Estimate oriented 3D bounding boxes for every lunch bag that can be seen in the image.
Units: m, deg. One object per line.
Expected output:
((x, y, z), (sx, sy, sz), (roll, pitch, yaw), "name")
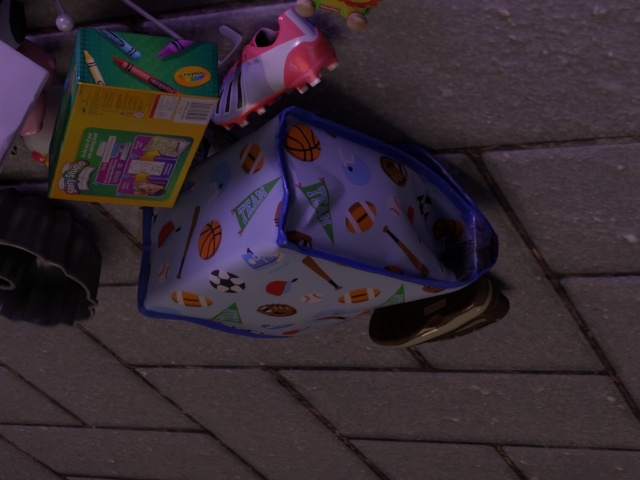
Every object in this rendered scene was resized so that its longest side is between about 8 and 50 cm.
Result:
((0.000, 0.000, 1.852), (0.385, 0.239, 0.327), (18, 153, -35), "lunch bag")

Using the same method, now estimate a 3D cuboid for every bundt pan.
((-0.509, 0.016, 2.260), (0.330, 0.124, 0.331), (12, 153, 6), "bundt pan")

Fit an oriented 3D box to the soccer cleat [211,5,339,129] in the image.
((-0.072, -0.210, 1.695), (0.095, 0.083, 0.248), (55, 146, -11), "soccer cleat")

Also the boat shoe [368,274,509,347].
((0.189, 0.127, 2.166), (0.095, 0.095, 0.257), (26, 151, -34), "boat shoe")

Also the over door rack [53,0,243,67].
((-0.198, -0.305, 1.527), (0.324, 0.108, 0.239), (24, 152, -19), "over door rack")

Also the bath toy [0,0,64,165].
((-0.391, -0.200, 1.751), (0.129, 0.151, 0.348), (38, 170, 32), "bath toy")

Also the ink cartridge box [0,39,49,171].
((-0.549, -0.188, 1.546), (0.395, 0.166, 0.285), (34, 148, -21), "ink cartridge box")

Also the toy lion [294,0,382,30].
((0.026, -0.285, 1.543), (0.100, 0.034, 0.096), (14, 146, 1), "toy lion")

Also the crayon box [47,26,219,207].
((-0.234, -0.141, 1.675), (0.165, 0.081, 0.278), (5, 152, -17), "crayon box")

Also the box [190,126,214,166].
((-0.228, -0.162, 1.866), (0.169, 0.054, 0.059), (35, 146, -33), "box")

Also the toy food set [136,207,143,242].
((-0.207, 0.015, 2.202), (0.192, 0.039, 0.132), (16, 153, -4), "toy food set")

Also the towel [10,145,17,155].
((-0.466, -0.151, 1.910), (0.102, 0.021, 0.237), (30, 178, -14), "towel")
